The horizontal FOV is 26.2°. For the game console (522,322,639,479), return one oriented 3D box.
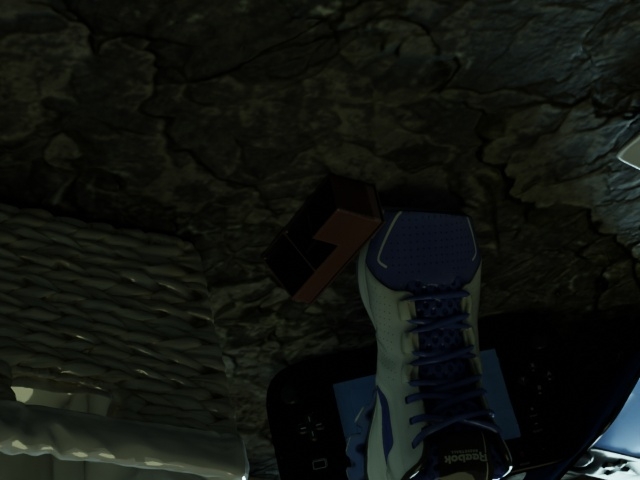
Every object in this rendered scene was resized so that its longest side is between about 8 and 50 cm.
[{"bbox_3d":[0.350,0.237,1.552,0.250,0.173,0.293,15,136,-15],"label":"game console"}]

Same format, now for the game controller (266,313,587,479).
[{"bbox_3d":[0.108,0.179,1.417,0.319,0.166,0.067,-13,146,-2],"label":"game controller"}]

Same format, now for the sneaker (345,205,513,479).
[{"bbox_3d":[0.112,0.132,1.250,0.127,0.182,0.315,-1,105,-19],"label":"sneaker"}]

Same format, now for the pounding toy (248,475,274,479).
[{"bbox_3d":[-0.086,0.313,1.587,0.181,0.094,0.206,5,149,24],"label":"pounding toy"}]

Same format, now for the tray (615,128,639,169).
[{"bbox_3d":[0.398,-0.141,1.209,0.145,0.030,0.270,21,131,-36],"label":"tray"}]

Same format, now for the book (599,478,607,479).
[{"bbox_3d":[0.413,0.336,1.823,0.144,0.035,0.096,-23,139,11],"label":"book"}]

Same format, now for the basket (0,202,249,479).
[{"bbox_3d":[-0.285,0.157,1.186,0.328,0.266,0.331,13,136,-31],"label":"basket"}]

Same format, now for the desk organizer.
[{"bbox_3d":[0.000,0.000,1.254,0.050,0.047,0.130,15,134,-29],"label":"desk organizer"}]
